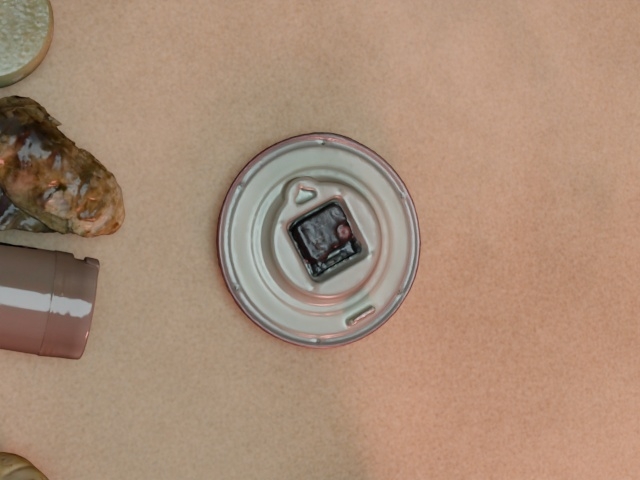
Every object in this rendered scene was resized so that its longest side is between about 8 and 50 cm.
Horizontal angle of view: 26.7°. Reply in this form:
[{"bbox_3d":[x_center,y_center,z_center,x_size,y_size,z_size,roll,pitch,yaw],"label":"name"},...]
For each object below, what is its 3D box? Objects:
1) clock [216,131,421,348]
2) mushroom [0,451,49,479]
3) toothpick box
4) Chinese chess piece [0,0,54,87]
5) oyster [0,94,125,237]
[{"bbox_3d":[0.000,0.000,1.524,0.244,0.056,0.245,1,85,-18],"label":"clock"},{"bbox_3d":[-0.330,0.285,1.367,0.148,0.112,0.148,-3,58,4],"label":"mushroom"},{"bbox_3d":[-0.325,0.057,1.385,0.180,0.111,0.111,10,83,-16],"label":"toothpick box"},{"bbox_3d":[-0.354,-0.231,1.423,0.144,0.058,0.144,2,84,-19],"label":"Chinese chess piece"},{"bbox_3d":[-0.352,-0.067,1.386,0.294,0.094,0.166,-10,81,-25],"label":"oyster"}]
